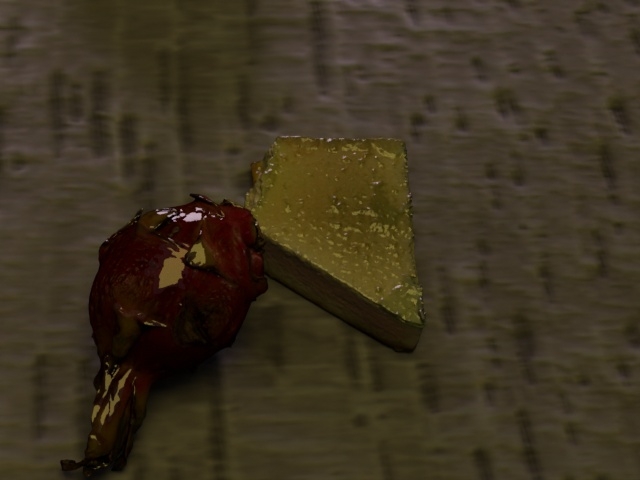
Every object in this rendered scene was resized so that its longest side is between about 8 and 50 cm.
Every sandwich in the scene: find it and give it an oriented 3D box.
[{"bbox_3d":[0.000,0.000,1.343,0.162,0.058,0.193,0,56,-9],"label":"sandwich"}]

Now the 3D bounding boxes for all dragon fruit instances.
[{"bbox_3d":[-0.130,0.073,1.232,0.125,0.125,0.246,11,69,33],"label":"dragon fruit"}]
